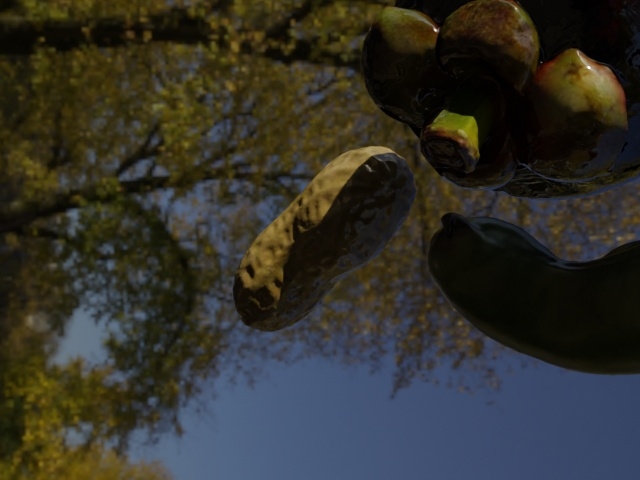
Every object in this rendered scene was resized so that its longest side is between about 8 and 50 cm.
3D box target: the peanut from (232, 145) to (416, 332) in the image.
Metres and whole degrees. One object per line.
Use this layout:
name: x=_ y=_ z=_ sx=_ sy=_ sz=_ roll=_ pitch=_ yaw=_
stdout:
peanut: x=0.000 y=0.000 z=1.026 sx=0.226 sy=0.095 sz=0.108 roll=-43 pitch=-162 yaw=10

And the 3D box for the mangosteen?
mangosteen: x=0.167 y=-0.140 z=0.849 sx=0.275 sy=0.302 sz=0.275 roll=21 pitch=-48 yaw=25

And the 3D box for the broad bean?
broad bean: x=0.132 y=0.000 z=0.305 sx=0.070 sy=0.213 sz=0.048 roll=60 pitch=35 yaw=-27
